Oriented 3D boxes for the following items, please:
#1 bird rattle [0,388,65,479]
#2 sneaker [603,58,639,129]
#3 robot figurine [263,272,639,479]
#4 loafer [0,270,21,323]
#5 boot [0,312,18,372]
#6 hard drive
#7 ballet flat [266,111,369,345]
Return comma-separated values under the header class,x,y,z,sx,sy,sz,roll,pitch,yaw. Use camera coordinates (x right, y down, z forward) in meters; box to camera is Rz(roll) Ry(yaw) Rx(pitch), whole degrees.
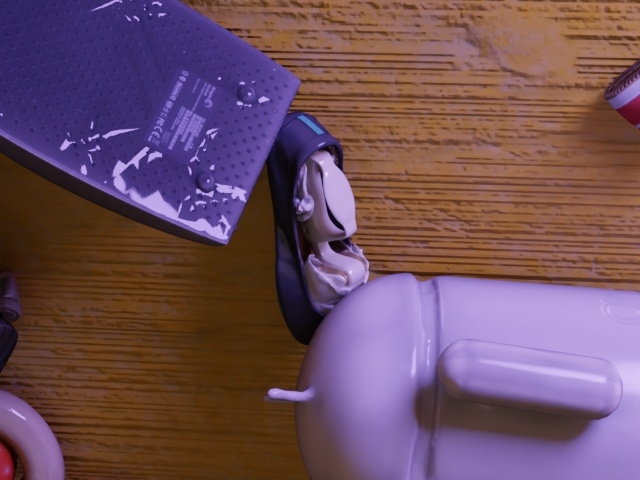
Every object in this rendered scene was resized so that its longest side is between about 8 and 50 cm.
class,x,y,z,sx,sy,sz,roll,pitch,yaw
bird rattle,-0.290,0.222,1.608,0.253,0.143,0.207,1,111,7
sneaker,0.268,-0.114,1.360,0.067,0.042,0.118,45,125,-13
robot figurine,0.134,0.130,1.425,0.353,0.200,0.300,5,160,-3
loafer,-0.300,0.060,1.567,0.125,0.039,0.045,-17,150,22
boot,-0.482,-0.012,1.424,0.445,0.367,0.146,41,112,15
hard drive,-0.156,-0.109,1.366,0.254,0.172,0.054,28,149,-10
ballet flat,0.000,0.000,1.451,0.074,0.074,0.203,-2,118,10
